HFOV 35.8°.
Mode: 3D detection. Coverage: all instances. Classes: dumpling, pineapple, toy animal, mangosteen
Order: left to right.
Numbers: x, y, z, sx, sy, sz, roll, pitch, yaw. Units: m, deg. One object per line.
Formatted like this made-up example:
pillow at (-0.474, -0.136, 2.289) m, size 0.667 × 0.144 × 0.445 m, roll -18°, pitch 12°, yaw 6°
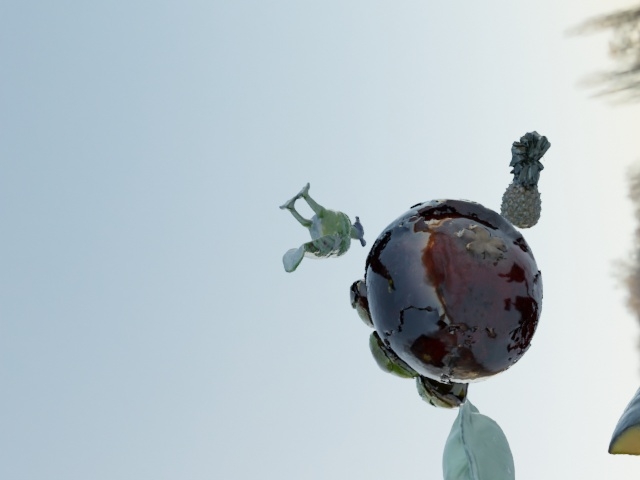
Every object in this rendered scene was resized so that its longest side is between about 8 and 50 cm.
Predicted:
toy animal at (-0.010, -0.013, 0.907) m, size 0.075 × 0.041 × 0.217 m, roll 52°, pitch -162°, yaw 7°
mangosteen at (0.106, 0.056, 0.873) m, size 0.166 × 0.180 × 0.166 m, roll 20°, pitch -144°, yaw -16°
dumpling at (0.222, 0.336, 1.485) m, size 0.152 × 0.108 × 0.219 m, roll 21°, pitch -132°, yaw -42°
pineapple at (0.343, -0.103, 1.651) m, size 0.074 × 0.074 × 0.159 m, roll -39°, pitch -42°, yaw -65°

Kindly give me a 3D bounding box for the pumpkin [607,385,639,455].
pumpkin at (0.412, 0.138, 0.868) m, size 0.190 × 0.280 × 0.139 m, roll 38°, pitch -133°, yaw 9°
